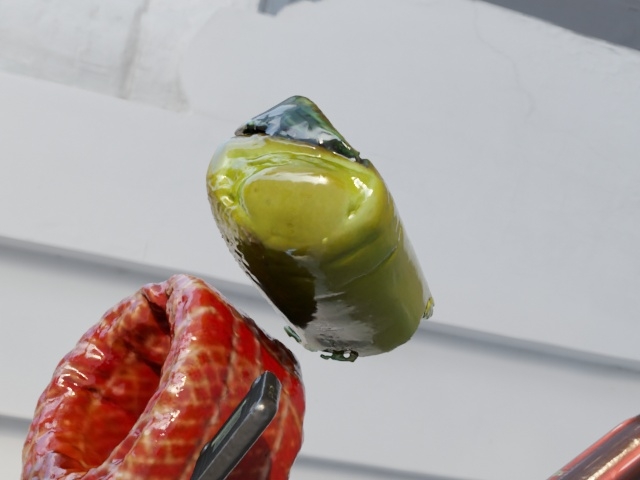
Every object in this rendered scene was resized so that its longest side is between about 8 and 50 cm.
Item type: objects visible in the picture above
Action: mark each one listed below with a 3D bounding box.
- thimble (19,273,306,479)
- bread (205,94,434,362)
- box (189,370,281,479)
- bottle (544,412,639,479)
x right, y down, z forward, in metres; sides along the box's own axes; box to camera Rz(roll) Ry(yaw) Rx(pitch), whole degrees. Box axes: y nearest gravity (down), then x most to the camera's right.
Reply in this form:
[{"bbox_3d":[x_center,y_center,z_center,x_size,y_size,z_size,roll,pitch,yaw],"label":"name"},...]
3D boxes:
[{"bbox_3d":[-0.198,0.234,0.993,0.350,0.230,0.350,-29,37,24],"label":"thimble"},{"bbox_3d":[0.000,0.000,1.005,0.251,0.208,0.376,47,171,33],"label":"bread"},{"bbox_3d":[-0.085,0.191,0.765,0.126,0.027,0.125,-51,3,2],"label":"box"},{"bbox_3d":[0.290,0.224,0.774,0.060,0.164,0.060,52,164,22],"label":"bottle"}]
